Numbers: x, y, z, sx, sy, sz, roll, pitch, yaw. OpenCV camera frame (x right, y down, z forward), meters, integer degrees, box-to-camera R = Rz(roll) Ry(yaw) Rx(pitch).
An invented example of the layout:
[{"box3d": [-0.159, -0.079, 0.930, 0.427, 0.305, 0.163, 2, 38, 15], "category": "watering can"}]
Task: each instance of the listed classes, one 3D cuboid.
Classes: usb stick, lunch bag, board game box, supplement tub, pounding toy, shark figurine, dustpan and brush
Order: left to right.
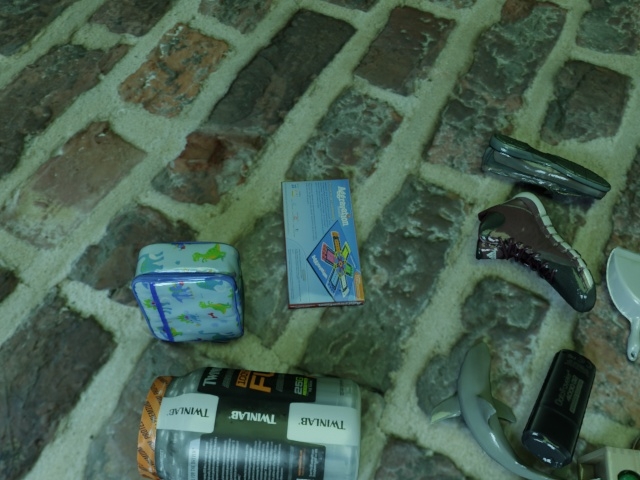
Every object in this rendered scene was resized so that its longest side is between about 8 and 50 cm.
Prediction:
[{"box3d": [-0.219, 0.094, 1.006, 0.176, 0.219, 0.090, 1, 53, -3], "category": "lunch bag"}, {"box3d": [-0.102, 0.297, 0.908, 0.316, 0.193, 0.193, 5, 60, -1], "category": "supplement tub"}, {"box3d": [0.000, 0.000, 1.183, 0.145, 0.027, 0.281, -3, 60, -3], "category": "board game box"}, {"box3d": [0.297, 0.307, 0.973, 0.166, 0.116, 0.278, -27, 63, -16], "category": "shark figurine"}, {"box3d": [0.396, 0.265, 0.972, 0.077, 0.045, 0.278, 30, 33, 19], "category": "usb stick"}, {"box3d": [0.477, 0.395, 0.911, 0.100, 0.141, 0.130, 8, 60, 1], "category": "pounding toy"}, {"box3d": [0.610, 0.128, 1.132, 0.147, 0.060, 0.211, 21, 54, 4], "category": "dustpan and brush"}]

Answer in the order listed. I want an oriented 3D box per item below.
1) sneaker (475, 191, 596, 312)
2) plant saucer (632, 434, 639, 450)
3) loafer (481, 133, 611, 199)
[{"box3d": [0.392, 0.038, 1.150, 0.163, 0.106, 0.281, -16, 51, -6], "category": "sneaker"}, {"box3d": [0.594, 0.393, 0.985, 0.169, 0.029, 0.168, 1, 60, -1], "category": "plant saucer"}, {"box3d": [0.478, -0.143, 1.275, 0.268, 0.084, 0.096, 25, 31, 7], "category": "loafer"}]
